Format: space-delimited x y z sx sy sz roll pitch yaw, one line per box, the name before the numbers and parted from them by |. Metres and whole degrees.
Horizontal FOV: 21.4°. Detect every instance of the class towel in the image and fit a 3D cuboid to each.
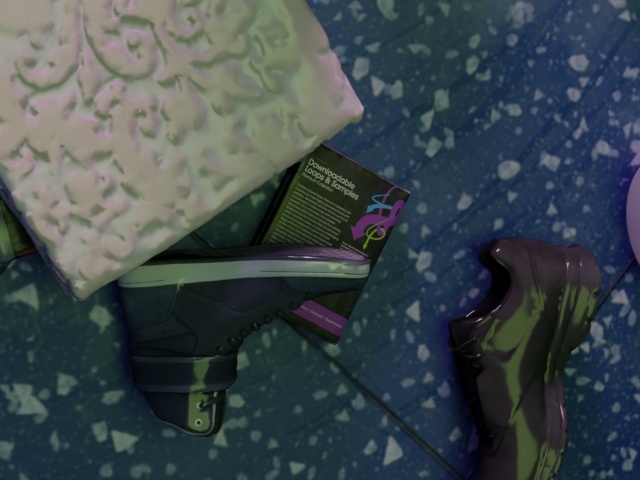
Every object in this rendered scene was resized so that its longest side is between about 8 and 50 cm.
towel | -0.163 -0.164 1.408 0.317 0.053 0.331 -35 108 -16

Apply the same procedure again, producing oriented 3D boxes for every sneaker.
sneaker | 0.177 0.132 1.640 0.130 0.109 0.286 15 80 -19
sneaker | -0.063 0.087 1.490 0.226 0.086 0.163 -4 95 10

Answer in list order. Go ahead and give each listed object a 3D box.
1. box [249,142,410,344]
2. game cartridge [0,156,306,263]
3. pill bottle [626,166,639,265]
box | 0.000 0.000 1.574 0.116 0.029 0.162 29 85 -24
game cartridge | -0.196 -0.123 1.457 0.355 0.068 0.230 -19 99 -22
pill bottle | 0.463 -0.033 1.708 0.283 0.160 0.160 -7 99 -24
